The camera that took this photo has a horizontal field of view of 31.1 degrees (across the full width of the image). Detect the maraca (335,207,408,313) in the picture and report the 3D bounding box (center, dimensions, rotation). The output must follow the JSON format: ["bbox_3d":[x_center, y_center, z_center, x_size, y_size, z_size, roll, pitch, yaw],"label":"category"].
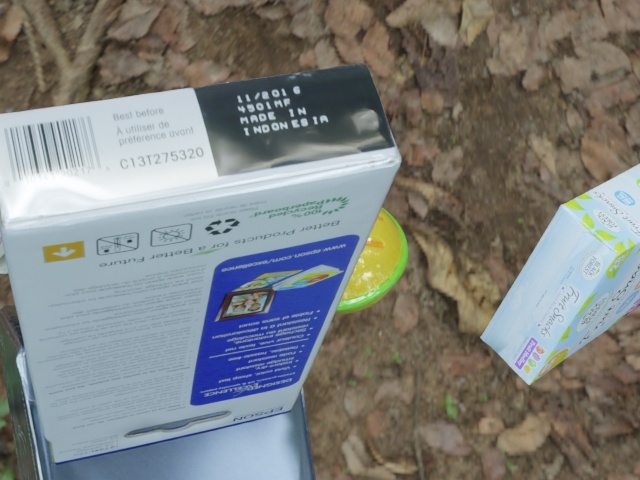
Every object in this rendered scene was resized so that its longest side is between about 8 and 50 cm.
[{"bbox_3d":[0.000,0.000,1.068,0.127,0.186,0.099,-35,139,-19],"label":"maraca"}]

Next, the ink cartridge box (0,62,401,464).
[{"bbox_3d":[-0.080,0.037,0.655,0.176,0.069,0.371,-11,154,-15],"label":"ink cartridge box"}]

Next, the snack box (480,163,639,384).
[{"bbox_3d":[0.259,0.018,1.035,0.070,0.207,0.174,46,137,23],"label":"snack box"}]

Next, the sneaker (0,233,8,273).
[{"bbox_3d":[-0.389,-0.051,1.162,0.152,0.305,0.114,33,80,18],"label":"sneaker"}]

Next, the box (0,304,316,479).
[{"bbox_3d":[-0.157,0.200,1.031,0.212,0.395,0.293,-9,94,-17],"label":"box"}]
